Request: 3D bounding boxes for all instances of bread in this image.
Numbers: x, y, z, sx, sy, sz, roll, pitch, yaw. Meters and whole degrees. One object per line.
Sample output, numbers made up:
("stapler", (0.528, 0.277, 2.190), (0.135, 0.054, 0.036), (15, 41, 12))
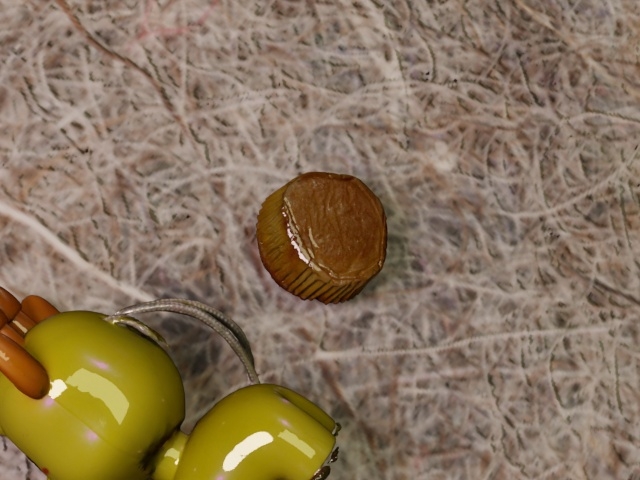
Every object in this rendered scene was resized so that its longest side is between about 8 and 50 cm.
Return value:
("bread", (0.000, 0.000, 1.030), (0.085, 0.053, 0.085), (12, 62, -25))

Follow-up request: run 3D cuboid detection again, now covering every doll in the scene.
("doll", (-0.107, 0.092, 0.922), (0.221, 0.143, 0.135), (35, 98, -2))
